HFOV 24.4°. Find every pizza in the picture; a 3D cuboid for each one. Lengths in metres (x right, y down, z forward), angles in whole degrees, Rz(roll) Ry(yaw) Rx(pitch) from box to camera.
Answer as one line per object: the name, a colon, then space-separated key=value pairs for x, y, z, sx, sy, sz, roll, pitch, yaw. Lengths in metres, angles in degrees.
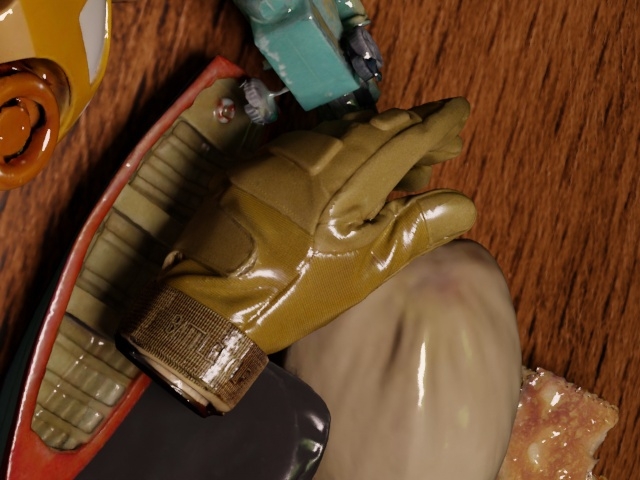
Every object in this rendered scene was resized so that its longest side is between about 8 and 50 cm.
pizza: x=0.234 y=0.245 z=1.526 sx=0.161 sy=0.085 sz=0.305 roll=-21 pitch=114 yaw=-10

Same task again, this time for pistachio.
pistachio: x=0.066 y=0.135 z=1.279 sx=0.207 sy=0.226 sz=0.332 roll=-4 pitch=107 yaw=-12

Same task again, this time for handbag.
handbag: x=-0.143 y=0.227 z=1.165 sx=0.332 sy=0.191 sz=0.075 roll=-57 pitch=170 yaw=-12

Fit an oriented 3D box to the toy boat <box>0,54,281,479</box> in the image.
toy boat: x=-0.159 y=0.036 z=1.153 sx=0.136 sy=0.079 sz=0.392 roll=40 pitch=74 yaw=-41

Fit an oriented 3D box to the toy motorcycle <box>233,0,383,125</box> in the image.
toy motorcycle: x=-0.032 y=-0.199 z=1.157 sx=0.109 sy=0.198 sz=0.296 roll=-23 pitch=140 yaw=14

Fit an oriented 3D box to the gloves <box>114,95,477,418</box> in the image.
gloves: x=-0.010 y=-0.010 z=1.125 sx=0.331 sy=0.154 sz=0.141 roll=-44 pitch=113 yaw=-14

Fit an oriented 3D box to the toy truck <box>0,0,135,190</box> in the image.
toy truck: x=-0.234 y=-0.185 z=0.940 sx=0.211 sy=0.204 sz=0.288 roll=-44 pitch=139 yaw=-33
